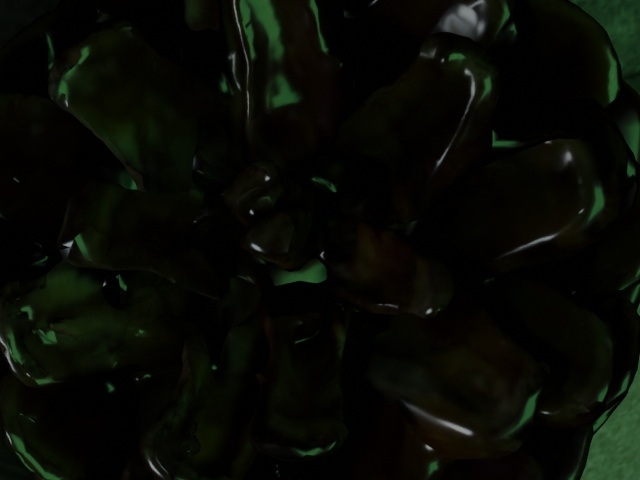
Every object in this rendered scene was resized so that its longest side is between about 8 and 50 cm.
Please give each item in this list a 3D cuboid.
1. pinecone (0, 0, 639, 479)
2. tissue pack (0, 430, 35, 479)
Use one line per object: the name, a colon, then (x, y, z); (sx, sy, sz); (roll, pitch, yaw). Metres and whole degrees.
pinecone: (0.005, 0.001, 0.538); (0.242, 0.296, 0.298); (7, 93, 14)
tissue pack: (-0.202, 0.153, 0.606); (0.225, 0.124, 0.185); (-46, 138, 6)
